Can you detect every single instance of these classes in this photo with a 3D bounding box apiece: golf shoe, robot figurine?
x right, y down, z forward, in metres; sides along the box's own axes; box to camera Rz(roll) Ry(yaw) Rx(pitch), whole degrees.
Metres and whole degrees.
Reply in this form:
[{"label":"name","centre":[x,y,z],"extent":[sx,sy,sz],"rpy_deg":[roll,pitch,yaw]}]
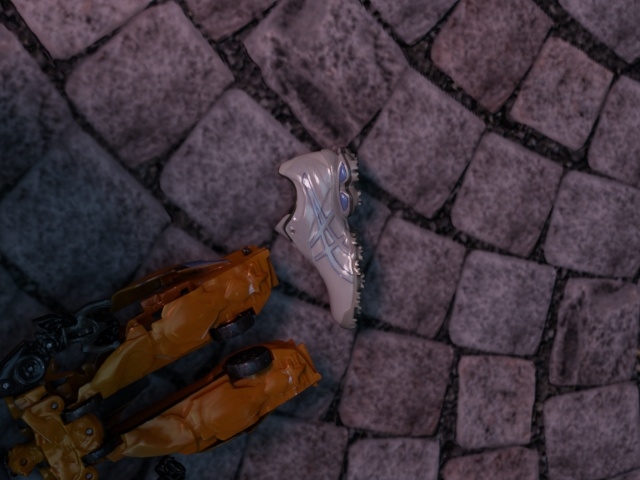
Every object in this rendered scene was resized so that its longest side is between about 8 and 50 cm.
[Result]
[{"label":"golf shoe","centre":[0.000,0.000,1.183],"extent":[0.086,0.069,0.176],"rpy_deg":[-5,96,0]},{"label":"robot figurine","centre":[-0.153,0.131,1.110],"extent":[0.291,0.085,0.211],"rpy_deg":[-27,105,-20]}]

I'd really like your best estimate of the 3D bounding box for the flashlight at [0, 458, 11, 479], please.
[{"label":"flashlight","centre":[-0.295,0.264,1.072],"extent":[0.103,0.103,0.304],"rpy_deg":[-26,107,-15]}]
